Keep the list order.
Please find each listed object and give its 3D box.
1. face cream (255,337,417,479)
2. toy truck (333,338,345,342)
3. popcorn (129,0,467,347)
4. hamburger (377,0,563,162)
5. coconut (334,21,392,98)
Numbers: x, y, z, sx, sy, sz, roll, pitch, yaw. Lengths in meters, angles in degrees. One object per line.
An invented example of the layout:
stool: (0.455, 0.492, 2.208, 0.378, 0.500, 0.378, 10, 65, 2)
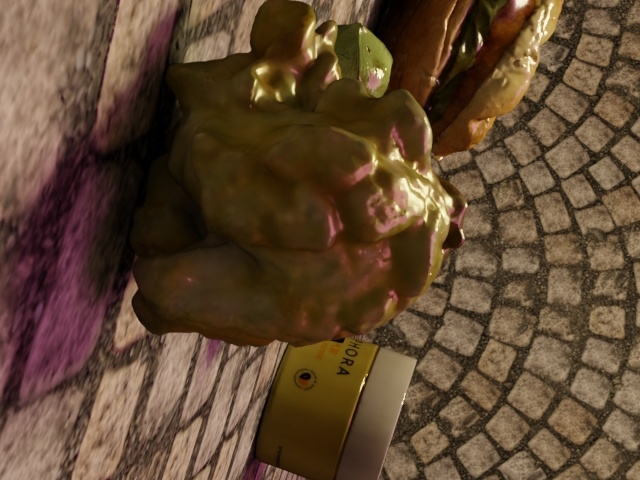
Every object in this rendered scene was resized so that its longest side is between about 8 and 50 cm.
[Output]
face cream: (0.024, 0.248, 1.536, 0.218, 0.179, 0.218, 18, 90, -83)
toy truck: (0.000, 0.000, 1.032, 0.208, 0.113, 0.126, -60, 165, -63)
popcorn: (-0.016, -0.029, 0.599, 0.187, 0.167, 0.186, -51, -138, 46)
hamburger: (0.197, -0.287, 1.328, 0.209, 0.162, 0.330, -28, -143, 59)
coconut: (0.022, -0.153, 0.941, 0.088, 0.087, 0.096, -64, 174, -48)
